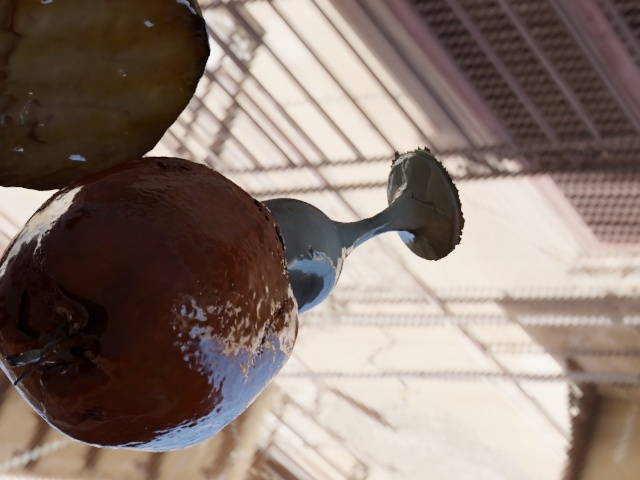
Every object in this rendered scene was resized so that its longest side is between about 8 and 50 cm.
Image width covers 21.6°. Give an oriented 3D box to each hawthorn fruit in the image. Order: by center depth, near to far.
[{"bbox_3d":[-0.133,0.051,1.149,0.211,0.211,0.299,-29,178,17],"label":"hawthorn fruit"}]

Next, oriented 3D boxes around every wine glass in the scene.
[{"bbox_3d":[0.000,0.000,1.845,0.321,0.143,0.143,-19,-150,-29],"label":"wine glass"}]

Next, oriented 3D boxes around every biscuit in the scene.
[{"bbox_3d":[-0.259,-0.184,1.655,0.296,0.296,0.102,-39,-134,6],"label":"biscuit"}]
